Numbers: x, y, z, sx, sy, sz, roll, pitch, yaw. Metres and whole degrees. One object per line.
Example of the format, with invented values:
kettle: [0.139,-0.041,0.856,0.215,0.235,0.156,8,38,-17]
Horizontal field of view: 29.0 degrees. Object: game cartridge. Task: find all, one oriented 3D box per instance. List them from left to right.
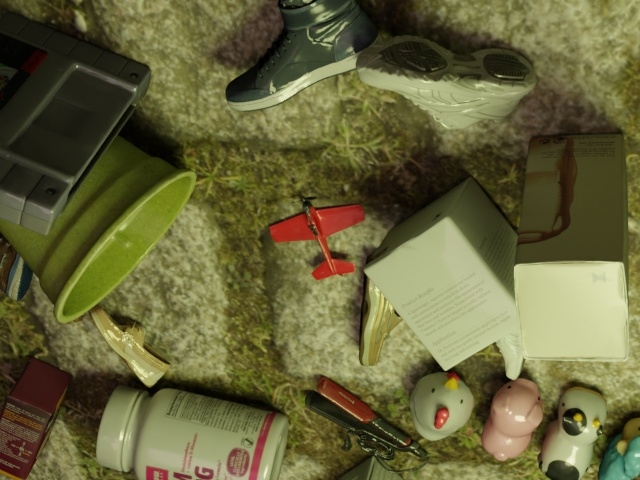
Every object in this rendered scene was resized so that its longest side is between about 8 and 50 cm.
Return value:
game cartridge: [-0.381,-0.165,1.587,0.230,0.355,0.068,25,128,-3]

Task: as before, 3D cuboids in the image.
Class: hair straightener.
hair straightener: [0.072,0.306,1.988,0.230,0.047,0.089,31,126,-12]

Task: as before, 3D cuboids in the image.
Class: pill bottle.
pill bottle: [-0.205,0.329,1.996,0.283,0.160,0.160,12,126,7]

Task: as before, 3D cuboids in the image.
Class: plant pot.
plant pot: [-0.357,-0.072,1.714,0.254,0.276,0.276,41,125,4]

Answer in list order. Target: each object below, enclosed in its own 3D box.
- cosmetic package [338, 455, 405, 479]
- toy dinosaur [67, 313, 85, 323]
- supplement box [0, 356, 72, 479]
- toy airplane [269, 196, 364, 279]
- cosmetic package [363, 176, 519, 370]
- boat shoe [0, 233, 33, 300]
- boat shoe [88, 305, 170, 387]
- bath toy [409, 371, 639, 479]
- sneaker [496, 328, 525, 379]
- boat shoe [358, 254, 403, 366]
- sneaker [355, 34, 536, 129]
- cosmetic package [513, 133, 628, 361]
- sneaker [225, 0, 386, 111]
cosmetic package: [0.129,0.484,2.037,0.238,0.127,0.107,40,125,-15]
toy dinosaur: [-0.367,0.046,1.920,0.112,0.064,0.211,15,136,-23]
supplement box: [-0.494,0.304,2.090,0.081,0.104,0.188,25,126,-4]
toy airplane: [0.000,0.000,1.801,0.151,0.028,0.151,6,124,9]
cosmetic package: [0.187,0.044,1.688,0.151,0.151,0.183,-34,98,30]
boat shoe: [-0.476,0.014,1.912,0.066,0.066,0.183,25,124,3]
boat shoe: [-0.302,0.158,1.972,0.059,0.063,0.170,-38,120,-3]
bath toy: [0.305,0.275,1.849,0.348,0.129,0.151,15,92,3]
sneaker: [0.275,0.133,1.810,0.061,0.054,0.152,6,117,17]
boat shoe: [0.096,0.110,1.832,0.072,0.068,0.190,4,125,-2]
sneaker: [0.152,-0.187,1.578,0.232,0.090,0.115,8,136,-10]
cosmetic package: [0.320,0.002,1.553,0.129,0.296,0.153,-1,123,14]
sneaker: [-0.051,-0.269,1.586,0.226,0.086,0.163,-23,126,16]
